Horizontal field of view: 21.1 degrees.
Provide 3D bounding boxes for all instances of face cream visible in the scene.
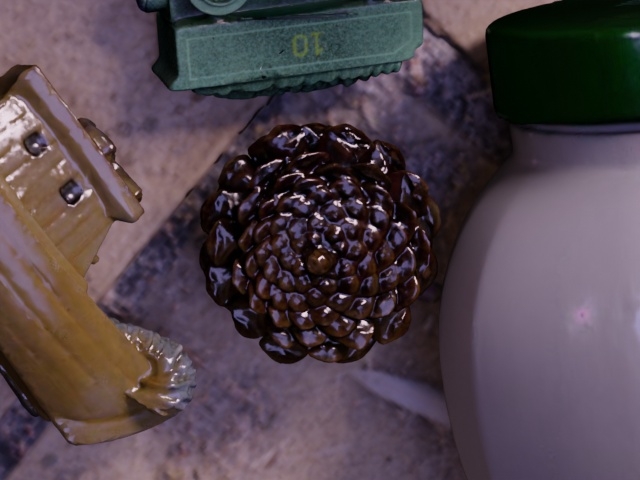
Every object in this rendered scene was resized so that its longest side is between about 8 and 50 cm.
[{"bbox_3d":[0.218,0.038,0.980,0.312,0.219,0.357,-12,103,-18],"label":"face cream"}]

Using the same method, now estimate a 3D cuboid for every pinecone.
[{"bbox_3d":[-0.001,-0.001,0.965,0.140,0.121,0.140,-4,107,-13],"label":"pinecone"}]

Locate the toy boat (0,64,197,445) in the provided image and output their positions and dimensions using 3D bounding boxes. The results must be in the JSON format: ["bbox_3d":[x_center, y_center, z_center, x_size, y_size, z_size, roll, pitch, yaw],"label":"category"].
[{"bbox_3d":[-0.173,-0.033,0.930,0.121,0.089,0.321,-36,106,-12],"label":"toy boat"}]

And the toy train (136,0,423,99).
[{"bbox_3d":[-0.018,-0.131,0.964,0.172,0.070,0.099,-9,110,-15],"label":"toy train"}]
